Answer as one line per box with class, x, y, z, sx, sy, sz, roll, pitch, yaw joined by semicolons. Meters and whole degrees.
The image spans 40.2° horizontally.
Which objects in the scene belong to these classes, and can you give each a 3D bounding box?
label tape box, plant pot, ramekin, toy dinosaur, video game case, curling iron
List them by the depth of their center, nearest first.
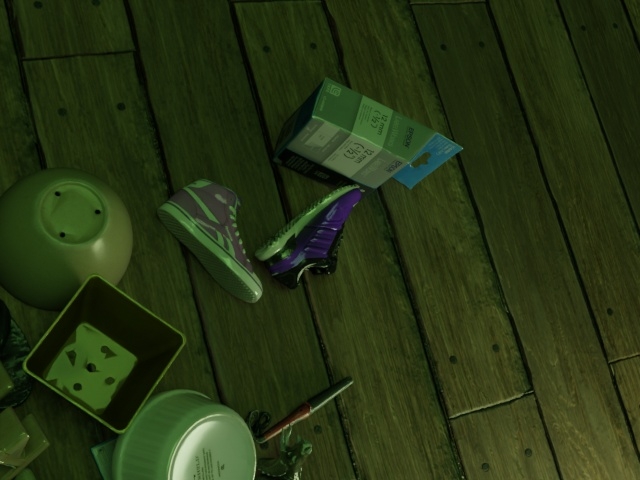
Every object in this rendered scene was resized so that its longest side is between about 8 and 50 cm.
ramekin;-0.236;0.413;1.608;0.272;0.127;0.273;0;89;-48
plant pot;-0.411;0.221;1.618;0.212;0.187;0.212;37;62;-10
plant pot;-0.485;-0.023;1.663;0.284;0.191;0.284;7;71;-21
video game case;-0.343;0.418;1.682;0.166;0.015;0.119;-22;83;-28
toy dinosaur;-0.120;0.528;1.708;0.160;0.121;0.313;44;66;8
curling iron;-0.041;0.345;1.827;0.274;0.035;0.068;-21;83;-28
label tape box;0.100;-0.193;1.942;0.347;0.249;0.115;26;65;-14

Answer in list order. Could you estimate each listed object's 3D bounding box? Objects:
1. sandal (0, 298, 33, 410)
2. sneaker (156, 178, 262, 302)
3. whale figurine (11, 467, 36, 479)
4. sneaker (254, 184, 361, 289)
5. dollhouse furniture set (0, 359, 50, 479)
sandal;-0.661;0.106;1.589;0.167;0.107;0.446;-24;85;-28
sneaker;-0.191;-0.012;1.842;0.282;0.102;0.161;49;58;-3
whale figurine;-0.571;0.523;1.494;0.216;0.141;0.272;60;35;-29
sneaker;-0.001;0.000;1.930;0.293;0.102;0.146;-40;98;-25
dollhouse furniture set;-0.695;0.226;1.358;0.256;0.362;0.394;-41;62;-3
